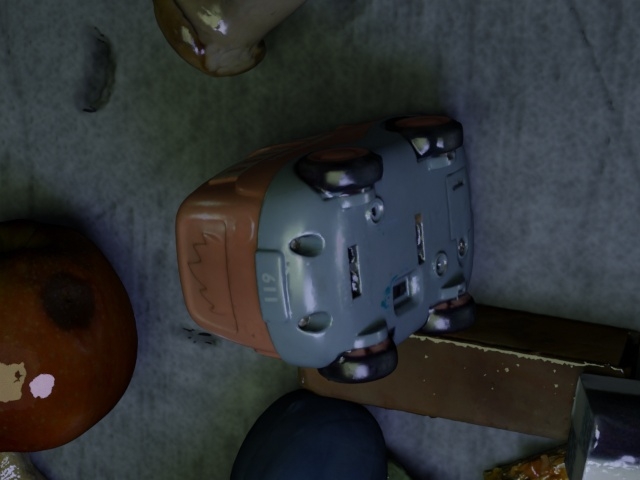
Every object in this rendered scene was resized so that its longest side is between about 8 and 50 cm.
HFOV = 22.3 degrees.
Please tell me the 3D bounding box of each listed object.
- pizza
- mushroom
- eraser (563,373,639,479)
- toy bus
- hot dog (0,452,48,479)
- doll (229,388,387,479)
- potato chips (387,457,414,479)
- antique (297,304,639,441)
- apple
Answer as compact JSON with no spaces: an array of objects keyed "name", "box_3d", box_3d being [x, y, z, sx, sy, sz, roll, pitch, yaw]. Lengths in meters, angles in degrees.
[{"name":"pizza","box_3d":[0.217,0.262,1.564,0.134,0.046,0.175,10,111,14]},{"name":"mushroom","box_3d":[0.002,-0.319,1.387,0.154,0.137,0.407,41,109,-13]},{"name":"eraser","box_3d":[0.420,0.195,1.396,0.404,0.096,0.098,7,109,-1]},{"name":"toy bus","box_3d":[0.000,0.000,1.429,0.232,0.287,0.194,2,107,34]},{"name":"hot dog","box_3d":[-0.331,0.258,1.724,0.078,0.061,0.169,-31,104,-16]},{"name":"doll","box_3d":[-0.031,0.265,1.556,0.154,0.228,0.258,36,86,-30]},{"name":"potato chips","box_3d":[0.074,0.429,1.640,0.373,0.097,0.389,43,116,-2]},{"name":"antique","box_3d":[0.135,0.112,1.511,0.310,0.093,0.087,9,111,14]},{"name":"apple","box_3d":[-0.296,0.090,1.574,0.230,0.230,0.230,5,110,15]}]
